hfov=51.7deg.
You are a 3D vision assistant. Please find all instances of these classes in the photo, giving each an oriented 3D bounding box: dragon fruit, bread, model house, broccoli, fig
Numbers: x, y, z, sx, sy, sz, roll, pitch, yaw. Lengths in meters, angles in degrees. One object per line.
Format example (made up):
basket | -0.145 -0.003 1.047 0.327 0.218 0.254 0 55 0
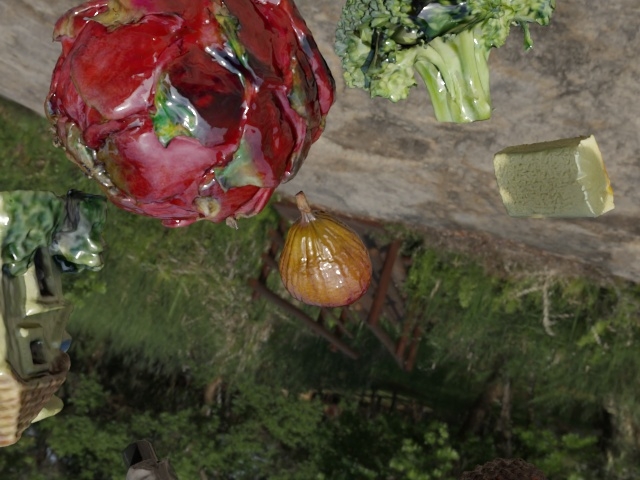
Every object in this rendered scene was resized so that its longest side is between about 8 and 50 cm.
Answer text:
dragon fruit | -0.143 -0.169 0.765 0.329 0.329 0.329 19 167 4
bread | 0.379 -0.102 1.093 0.068 0.125 0.188 -23 -168 -28
model house | -0.372 0.094 0.775 0.261 0.266 0.321 -10 176 1
broccoli | 0.201 -0.363 1.103 0.339 0.317 0.277 13 177 -44
fig | 0.002 0.004 0.806 0.119 0.152 0.119 -7 -166 2

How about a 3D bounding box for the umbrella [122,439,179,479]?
umbrella | -0.157 0.330 0.721 0.067 0.073 0.337 7 -165 -33

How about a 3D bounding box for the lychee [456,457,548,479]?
lychee | 0.229 0.388 0.864 0.188 0.188 0.188 19 167 4
